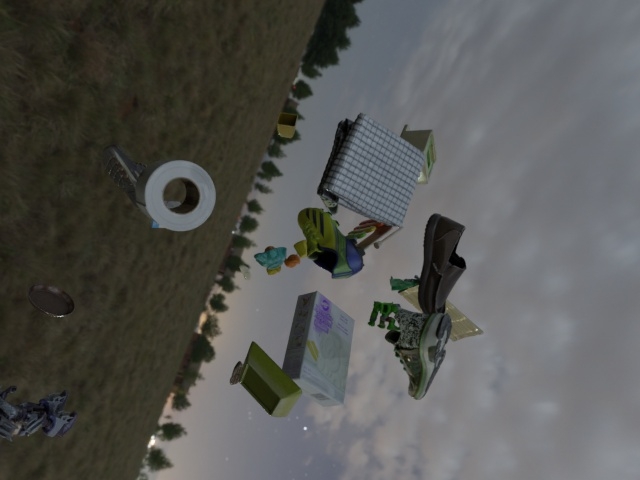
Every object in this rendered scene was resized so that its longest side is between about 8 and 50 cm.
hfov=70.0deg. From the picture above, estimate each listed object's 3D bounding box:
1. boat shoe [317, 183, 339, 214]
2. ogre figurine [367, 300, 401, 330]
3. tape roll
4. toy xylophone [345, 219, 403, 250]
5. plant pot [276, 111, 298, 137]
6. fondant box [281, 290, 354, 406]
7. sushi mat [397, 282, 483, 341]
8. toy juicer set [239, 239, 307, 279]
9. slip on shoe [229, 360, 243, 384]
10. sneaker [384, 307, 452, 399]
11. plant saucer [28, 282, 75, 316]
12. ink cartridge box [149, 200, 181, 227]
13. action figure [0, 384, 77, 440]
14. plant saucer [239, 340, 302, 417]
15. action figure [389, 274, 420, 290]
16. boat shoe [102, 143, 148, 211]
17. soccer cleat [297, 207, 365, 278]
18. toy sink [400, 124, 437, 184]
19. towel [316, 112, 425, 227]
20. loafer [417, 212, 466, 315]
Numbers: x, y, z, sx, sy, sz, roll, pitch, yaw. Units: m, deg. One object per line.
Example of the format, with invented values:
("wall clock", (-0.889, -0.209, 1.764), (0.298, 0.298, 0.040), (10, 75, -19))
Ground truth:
("boat shoe", (0.056, -0.219, 2.338), (0.094, 0.109, 0.302), (64, 1, 17))
("ogre figurine", (0.294, 0.329, 2.001), (0.197, 0.097, 0.118), (2, -87, 63))
("tape roll", (-0.516, -0.165, 1.626), (0.169, 0.246, 0.246), (17, -94, 56))
("toy xylophone", (0.205, -0.029, 1.917), (0.236, 0.081, 0.322), (-15, -164, 46))
("plant pot", (-0.145, -0.494, 1.984), (0.083, 0.081, 0.081), (99, 1, -54))
("fondant box", (-0.001, 0.380, 1.610), (0.096, 0.238, 0.330), (-20, -137, 34))
("sushi mat", (0.448, 0.269, 1.709), (0.151, 0.316, 0.019), (-36, -163, 47))
("toy juicer set", (-0.212, 0.081, 1.893), (0.089, 0.329, 0.209), (67, -30, 16))
("slip on shoe", (-0.407, 0.643, 2.216), (0.041, 0.051, 0.135), (58, -46, 49))
("sneaker", (0.295, 0.345, 1.455), (0.158, 0.182, 0.410), (-44, 147, -38))
("plant saucer", (-0.991, 0.224, 1.676), (0.029, 0.168, 0.168), (-48, -166, 9))
("ink cartridge box", (-0.665, -0.114, 1.996), (0.090, 0.143, 0.092), (51, -50, 46))
("action figure", (-0.795, 0.463, 1.230), (0.099, 0.185, 0.285), (-52, 157, -8))
("plant saucer", (-0.150, 0.388, 1.229), (0.045, 0.188, 0.188), (-36, 160, -39))
("action figure", (0.436, 0.194, 2.070), (0.137, 0.232, 0.063), (57, 38, -64))
("boat shoe", (-0.845, -0.288, 2.074), (0.130, 0.132, 0.355), (-62, 141, -41))
("soccer cleat", (0.000, -0.001, 1.205), (0.289, 0.121, 0.093), (45, -33, 43))
("toy sink", (0.393, -0.354, 1.848), (0.234, 0.131, 0.153), (-63, 146, -43))
("towel", (0.137, -0.186, 1.269), (0.121, 0.283, 0.235), (22, -90, 58))
("loafer", (0.394, 0.099, 1.460), (0.134, 0.130, 0.366), (-39, 132, -53))
